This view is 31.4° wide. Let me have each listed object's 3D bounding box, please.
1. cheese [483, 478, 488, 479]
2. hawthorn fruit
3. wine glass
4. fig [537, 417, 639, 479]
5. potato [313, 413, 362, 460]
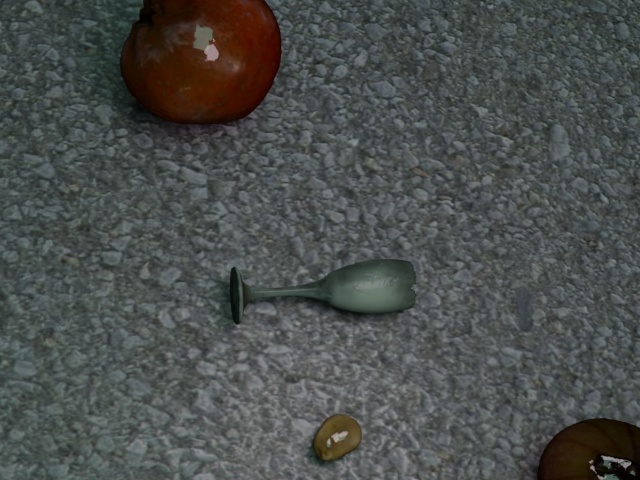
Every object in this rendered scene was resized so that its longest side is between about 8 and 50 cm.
[{"bbox_3d":[0.231,0.487,1.836,0.126,0.093,0.171,-13,75,-17],"label":"cheese"},{"bbox_3d":[-0.202,-0.333,1.946,0.284,0.284,0.284,4,70,-11],"label":"hawthorn fruit"},{"bbox_3d":[0.000,0.000,1.933,0.310,0.096,0.264,-4,87,-13],"label":"wine glass"},{"bbox_3d":[0.475,0.406,1.864,0.235,0.214,0.235,10,73,-35],"label":"fig"},{"bbox_3d":[0.026,0.324,1.867,0.068,0.062,0.083,30,39,30],"label":"potato"}]
